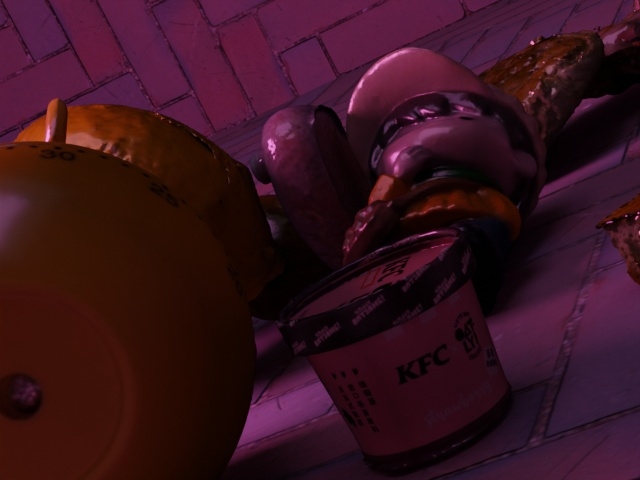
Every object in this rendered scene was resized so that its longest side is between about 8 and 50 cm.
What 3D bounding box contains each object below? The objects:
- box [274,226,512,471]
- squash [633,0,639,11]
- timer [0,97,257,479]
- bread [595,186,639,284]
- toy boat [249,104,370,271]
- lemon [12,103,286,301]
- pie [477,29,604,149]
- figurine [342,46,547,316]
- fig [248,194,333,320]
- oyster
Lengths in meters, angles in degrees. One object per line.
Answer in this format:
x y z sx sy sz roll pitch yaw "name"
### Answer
0.060 0.082 1.214 0.151 0.135 0.151 -23 9 4 "box"
0.478 -0.305 2.183 0.132 0.105 0.105 -13 13 9 "squash"
-0.220 0.082 1.335 0.376 0.376 0.387 -28 11 -2 "timer"
0.298 -0.023 1.299 0.140 0.069 0.128 -21 11 46 "bread"
0.000 -0.041 1.665 0.085 0.227 0.155 -18 51 17 "toy boat"
-0.187 -0.005 1.623 0.310 0.253 0.253 16 20 7 "lemon"
0.205 -0.141 1.892 0.277 0.078 0.277 -47 14 16 "pie"
0.122 -0.026 1.585 0.185 0.204 0.332 -14 42 16 "figurine"
0.000 0.000 1.805 0.245 0.149 0.149 -20 5 -35 "fig"
0.416 -0.251 2.015 0.361 0.096 0.221 -35 16 -32 "oyster"
